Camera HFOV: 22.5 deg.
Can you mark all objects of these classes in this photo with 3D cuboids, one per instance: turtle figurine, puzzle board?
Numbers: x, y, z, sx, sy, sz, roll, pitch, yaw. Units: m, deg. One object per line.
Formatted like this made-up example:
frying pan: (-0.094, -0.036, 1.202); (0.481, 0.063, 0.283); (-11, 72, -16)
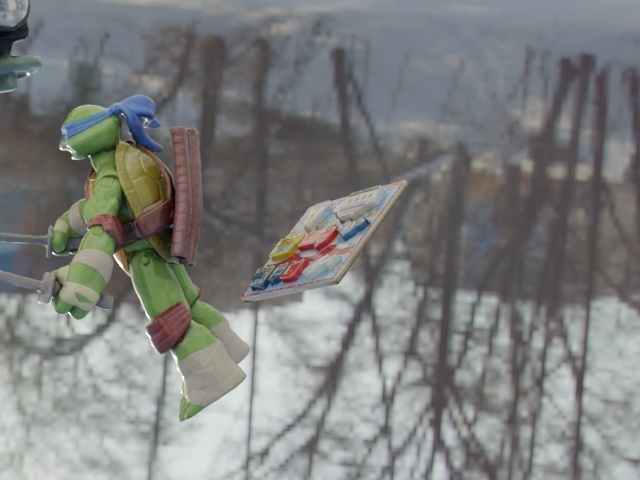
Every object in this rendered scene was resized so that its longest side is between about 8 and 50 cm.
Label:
turtle figurine: (-0.195, 0.039, 1.384); (0.275, 0.266, 0.198); (-39, -170, -27)
puzzle board: (0.000, 0.000, 1.154); (0.011, 0.096, 0.128); (45, 152, -19)

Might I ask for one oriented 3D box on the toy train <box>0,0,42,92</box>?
toy train: (-0.414, -0.198, 1.629); (0.190, 0.142, 0.334); (-11, 180, -32)
